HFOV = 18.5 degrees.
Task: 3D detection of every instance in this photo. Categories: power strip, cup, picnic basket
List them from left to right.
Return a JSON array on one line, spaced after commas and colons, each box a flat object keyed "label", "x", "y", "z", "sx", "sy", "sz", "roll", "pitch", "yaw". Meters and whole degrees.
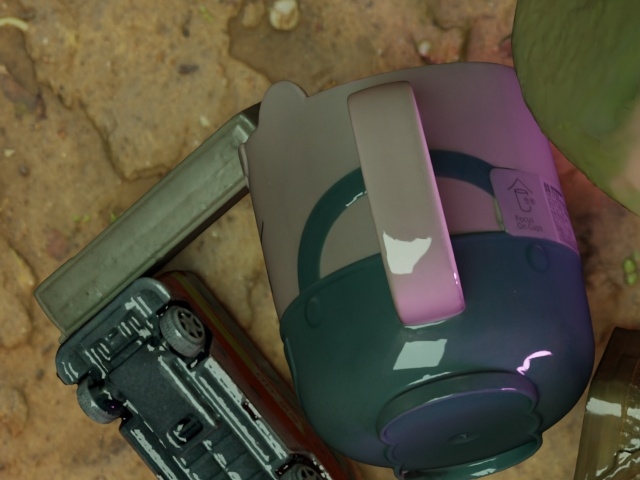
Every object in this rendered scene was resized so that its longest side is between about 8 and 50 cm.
[{"label": "power strip", "x": -0.119, "y": -0.018, "z": 1.542, "sx": 0.272, "sy": 0.078, "sz": 0.052, "roll": -40, "pitch": 88, "yaw": 22}, {"label": "cup", "x": 0.067, "y": 0.008, "z": 1.347, "sx": 0.219, "sy": 0.290, "sz": 0.257, "roll": -14, "pitch": 66, "yaw": 2}, {"label": "picnic basket", "x": 0.257, "y": 0.201, "z": 1.433, "sx": 0.139, "sy": 0.165, "sz": 0.267, "roll": 11, "pitch": 107, "yaw": 13}]

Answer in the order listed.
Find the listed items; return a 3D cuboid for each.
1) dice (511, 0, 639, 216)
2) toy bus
[{"label": "dice", "x": 0.285, "y": -0.142, "z": 1.249, "sx": 0.250, "sy": 0.254, "sz": 0.252, "roll": 23, "pitch": 120, "yaw": -19}, {"label": "toy bus", "x": -0.076, "y": 0.148, "z": 1.548, "sx": 0.121, "sy": 0.120, "sz": 0.265, "roll": -40, "pitch": 89, "yaw": 22}]
